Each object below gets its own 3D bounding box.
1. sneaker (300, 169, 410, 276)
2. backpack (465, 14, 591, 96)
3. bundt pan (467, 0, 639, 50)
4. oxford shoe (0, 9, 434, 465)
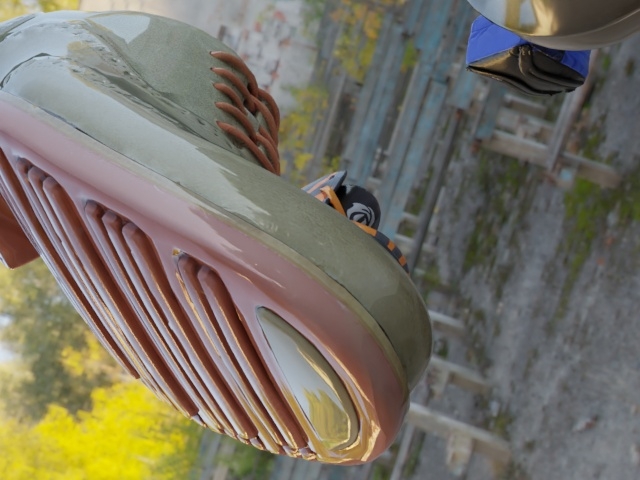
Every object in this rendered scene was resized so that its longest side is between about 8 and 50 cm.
[{"bbox_3d":[0.000,0.000,0.892,0.180,0.124,0.321,-33,16,-30],"label":"sneaker"},{"bbox_3d":[0.236,-0.214,1.158,0.098,0.120,0.101,-3,69,57],"label":"backpack"},{"bbox_3d":[0.067,-0.223,0.499,0.124,0.331,0.331,-36,11,18],"label":"bundt pan"},{"bbox_3d":[-0.072,-0.042,0.474,0.146,0.397,0.140,-36,-51,-21],"label":"oxford shoe"}]
